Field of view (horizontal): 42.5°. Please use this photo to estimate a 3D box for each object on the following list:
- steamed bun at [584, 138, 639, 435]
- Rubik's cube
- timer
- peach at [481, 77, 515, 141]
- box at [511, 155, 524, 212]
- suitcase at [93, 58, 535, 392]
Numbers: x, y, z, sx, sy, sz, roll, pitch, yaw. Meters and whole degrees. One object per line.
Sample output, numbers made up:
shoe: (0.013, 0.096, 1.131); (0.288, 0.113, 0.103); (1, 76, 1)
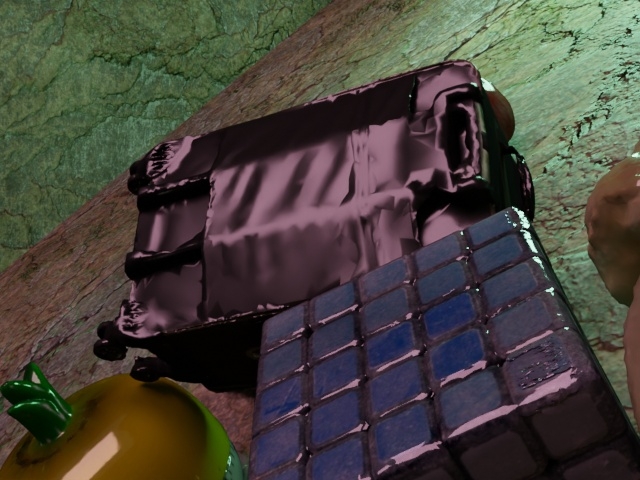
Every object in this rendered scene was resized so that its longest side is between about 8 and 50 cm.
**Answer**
steamed bun: (0.308, 0.052, 0.475); (0.230, 0.324, 0.372); (106, 177, -47)
Rubik's cube: (0.106, 0.157, 0.591); (0.237, 0.238, 0.237); (-28, 25, 12)
timer: (-0.240, 0.236, 0.868); (0.285, 0.285, 0.285); (-29, 22, 13)
peach: (0.215, -0.185, 1.273); (0.152, 0.152, 0.152); (-29, 22, 13)
box: (0.167, -0.045, 1.025); (0.050, 0.160, 0.230); (-14, 29, 54)
suitcase: (0.000, 0.000, 0.834); (0.433, 0.194, 0.283); (-15, 52, 22)
